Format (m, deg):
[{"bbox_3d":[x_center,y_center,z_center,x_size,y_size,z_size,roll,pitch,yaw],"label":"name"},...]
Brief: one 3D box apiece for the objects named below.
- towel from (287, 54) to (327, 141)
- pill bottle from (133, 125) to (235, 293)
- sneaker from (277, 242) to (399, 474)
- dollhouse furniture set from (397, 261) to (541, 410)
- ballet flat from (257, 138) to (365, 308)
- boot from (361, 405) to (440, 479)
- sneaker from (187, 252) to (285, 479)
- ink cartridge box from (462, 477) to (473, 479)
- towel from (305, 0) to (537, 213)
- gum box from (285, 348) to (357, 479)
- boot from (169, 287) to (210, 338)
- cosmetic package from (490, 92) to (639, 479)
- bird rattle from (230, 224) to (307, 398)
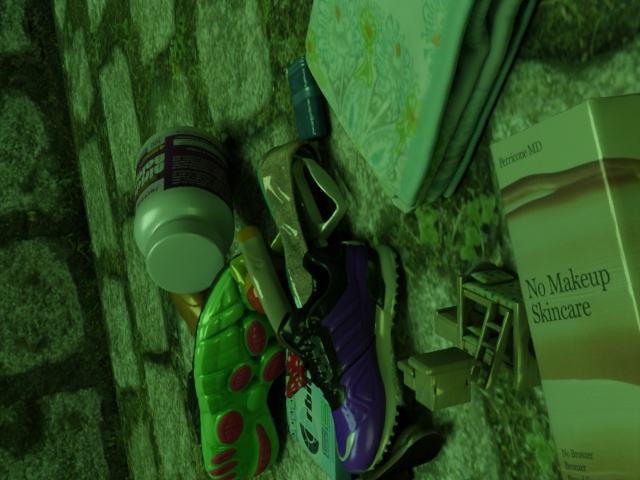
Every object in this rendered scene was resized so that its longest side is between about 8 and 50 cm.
[{"bbox_3d":[-0.017,-0.199,1.466,0.067,0.029,0.119,164,97,-67],"label":"towel"},{"bbox_3d":[-0.231,-0.052,1.746,0.301,0.169,0.169,-102,17,-53],"label":"pill bottle"},{"bbox_3d":[0.014,0.143,1.298,0.102,0.146,0.293,150,124,-64],"label":"sneaker"},{"bbox_3d":[0.131,0.082,1.060,0.182,0.161,0.101,-154,58,-61],"label":"dollhouse furniture set"},{"bbox_3d":[0.000,0.000,1.413,0.106,0.107,0.316,-31,73,33],"label":"ballet flat"},{"bbox_3d":[0.085,0.253,1.332,0.219,0.082,0.106,115,137,-56],"label":"boot"},{"bbox_3d":[-0.158,0.203,1.747,0.202,0.185,0.483,54,143,43],"label":"sneaker"},{"bbox_3d":[0.156,0.351,1.188,0.143,0.092,0.090,-129,38,-49],"label":"ink cartridge box"},{"bbox_3d":[0.091,-0.258,1.123,0.374,0.090,0.320,107,145,-46],"label":"towel"},{"bbox_3d":[-0.001,0.259,1.581,0.184,0.041,0.157,-145,50,-60],"label":"gum box"},{"bbox_3d":[-0.237,0.091,1.967,0.211,0.104,0.295,60,166,25],"label":"boot"},{"bbox_3d":[0.251,0.042,0.812,0.153,0.129,0.296,153,107,-67],"label":"cosmetic package"},{"bbox_3d":[-0.066,0.088,1.473,0.207,0.143,0.253,59,-164,-60],"label":"bird rattle"}]
